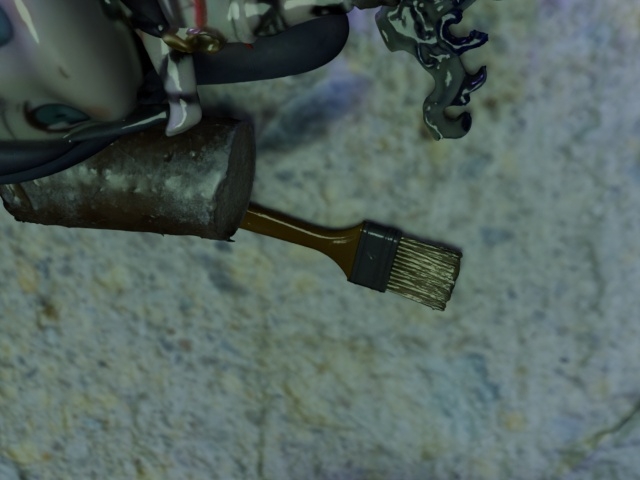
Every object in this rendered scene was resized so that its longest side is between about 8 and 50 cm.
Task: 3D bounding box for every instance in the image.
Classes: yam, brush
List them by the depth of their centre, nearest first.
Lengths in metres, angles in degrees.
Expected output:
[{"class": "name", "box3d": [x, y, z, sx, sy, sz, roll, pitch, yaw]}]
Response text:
[{"class": "yam", "box3d": [-0.113, -0.040, 0.562, 0.141, 0.079, 0.079, 6, 119, 10]}, {"class": "brush", "box3d": [0.000, 0.000, 0.590, 0.170, 0.014, 0.043, 18, 119, 7]}]

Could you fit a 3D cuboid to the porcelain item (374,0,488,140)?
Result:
[{"class": "porcelain item", "box3d": [0.065, -0.121, 0.501, 0.075, 0.021, 0.136, -23, 110, 21]}]

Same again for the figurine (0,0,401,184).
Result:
[{"class": "figurine", "box3d": [-0.102, -0.123, 0.451, 0.265, 0.197, 0.175, -14, 114, 0]}]
